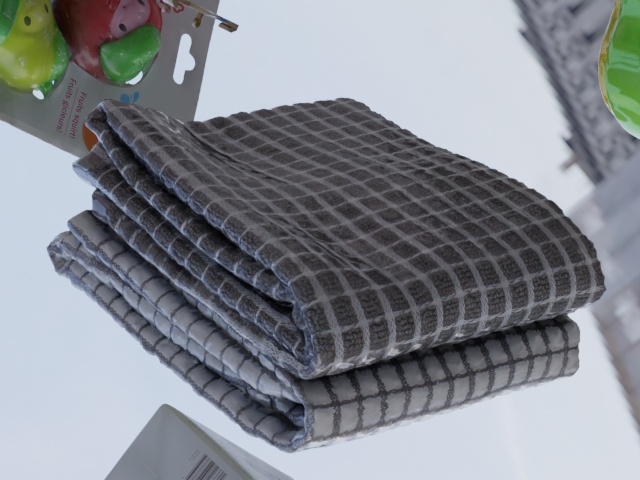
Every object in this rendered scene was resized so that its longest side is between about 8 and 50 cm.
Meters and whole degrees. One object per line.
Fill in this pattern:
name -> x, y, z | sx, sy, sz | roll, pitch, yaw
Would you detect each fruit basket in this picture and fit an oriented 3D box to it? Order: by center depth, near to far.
fruit basket -> -0.251, -0.251, 1.630 | 0.353, 0.165, 0.327 | 23, -117, -25

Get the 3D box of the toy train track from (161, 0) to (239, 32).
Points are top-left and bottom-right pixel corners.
toy train track -> -0.080, -0.147, 1.082 | 0.048, 0.014, 0.083 | 29, -172, 27

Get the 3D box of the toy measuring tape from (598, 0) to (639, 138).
toy measuring tape -> 0.195, -0.136, 1.034 | 0.330, 0.121, 0.121 | 27, -150, -36

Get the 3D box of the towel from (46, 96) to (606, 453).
towel -> 0.000, 0.000, 1.029 | 0.235, 0.121, 0.284 | -14, -144, -37

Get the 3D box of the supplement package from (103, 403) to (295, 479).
supplement package -> -0.073, 0.282, 1.468 | 0.194, 0.149, 0.203 | 37, 179, 43
